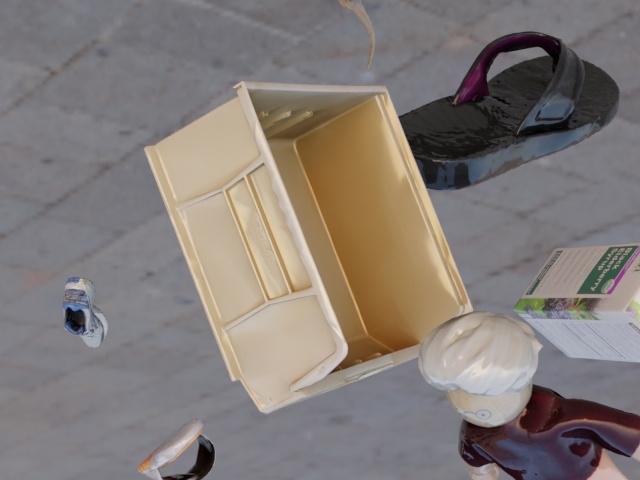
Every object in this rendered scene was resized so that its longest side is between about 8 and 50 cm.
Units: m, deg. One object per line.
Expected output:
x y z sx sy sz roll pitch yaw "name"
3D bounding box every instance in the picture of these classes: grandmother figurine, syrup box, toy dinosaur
0.196 0.182 1.144 0.207 0.104 0.342 -19 125 33 "grandmother figurine"
0.314 0.066 1.474 0.096 0.093 0.237 40 166 -13 "syrup box"
0.050 -0.374 2.148 0.211 0.064 0.112 48 149 -13 "toy dinosaur"

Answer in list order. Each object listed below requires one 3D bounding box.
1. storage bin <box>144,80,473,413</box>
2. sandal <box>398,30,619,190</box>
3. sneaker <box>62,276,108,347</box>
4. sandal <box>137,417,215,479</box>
0.000 0.000 1.271 0.123 0.260 0.262 -25 172 28 "storage bin"
0.230 -0.171 1.633 0.167 0.107 0.445 21 -150 28 "sandal"
-0.334 0.112 1.930 0.052 0.058 0.135 4 140 12 "sneaker"
-0.193 0.311 1.956 0.102 0.076 0.265 -42 180 -16 "sandal"
